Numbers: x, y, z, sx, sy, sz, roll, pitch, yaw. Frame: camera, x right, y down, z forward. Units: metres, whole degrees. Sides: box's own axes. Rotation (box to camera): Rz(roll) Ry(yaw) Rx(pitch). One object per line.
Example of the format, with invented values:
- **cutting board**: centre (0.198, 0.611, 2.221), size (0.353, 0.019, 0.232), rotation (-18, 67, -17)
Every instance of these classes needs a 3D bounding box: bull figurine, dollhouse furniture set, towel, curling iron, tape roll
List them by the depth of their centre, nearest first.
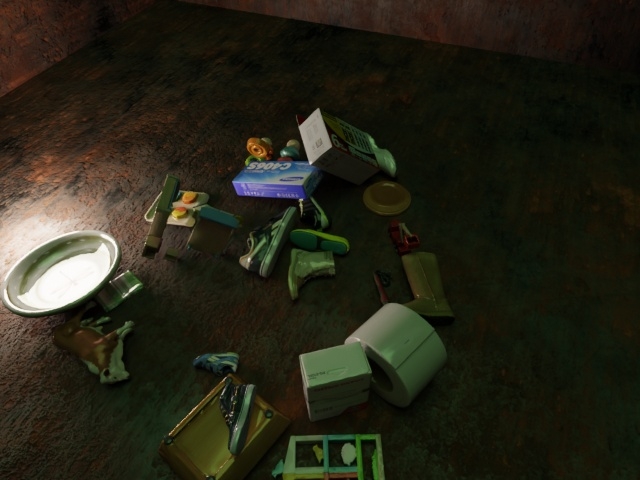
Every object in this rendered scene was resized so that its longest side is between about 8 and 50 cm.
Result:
- **tape roll**: centre (0.211, 0.325, 1.307), size (0.169, 0.246, 0.246), rotation (-36, 57, -25)
- **bull figurine**: centre (-0.700, 0.322, 1.444), size (0.311, 0.101, 0.188), rotation (23, 49, 18)
- **curling iron**: centre (0.234, 0.202, 1.552), size (0.068, 0.035, 0.273), rotation (-6, 48, -3)
- **towel**: centre (-0.721, 0.175, 1.624), size (0.113, 0.023, 0.152), rotation (35, 58, 28)
- **dollhouse furniture set**: centre (-0.467, -0.056, 1.711), size (0.304, 0.286, 0.198), rotation (19, 40, -19)

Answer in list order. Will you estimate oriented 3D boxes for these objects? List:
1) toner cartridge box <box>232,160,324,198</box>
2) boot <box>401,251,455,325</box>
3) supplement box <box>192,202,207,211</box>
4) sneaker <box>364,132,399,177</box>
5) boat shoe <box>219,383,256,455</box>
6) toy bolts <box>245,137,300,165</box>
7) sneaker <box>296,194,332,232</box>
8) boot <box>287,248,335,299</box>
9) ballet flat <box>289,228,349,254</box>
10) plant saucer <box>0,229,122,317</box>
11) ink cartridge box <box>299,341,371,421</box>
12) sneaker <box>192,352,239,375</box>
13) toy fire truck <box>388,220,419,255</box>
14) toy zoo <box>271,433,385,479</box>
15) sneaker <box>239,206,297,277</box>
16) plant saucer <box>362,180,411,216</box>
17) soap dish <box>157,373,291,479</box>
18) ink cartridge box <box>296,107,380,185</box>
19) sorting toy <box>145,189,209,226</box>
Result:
- **toner cartridge box**: centre (-0.175, -0.254, 1.883), size (0.348, 0.075, 0.165), rotation (6, 44, 28)
- **boot**: centre (0.316, 0.160, 1.550), size (0.236, 0.089, 0.269), rotation (6, 48, -16)
- **supplement box**: centre (-0.459, -0.085, 1.803), size (0.056, 0.083, 0.083), rotation (-19, 50, -14)
- **sneaker**: centre (0.233, -0.355, 2.021), size (0.129, 0.111, 0.297), rotation (-36, 51, -7)
- **boat shoe**: centre (-0.225, 0.456, 1.175), size (0.083, 0.065, 0.183), rotation (2, 43, 8)
- **toy bolts**: centre (-0.200, -0.406, 2.001), size (0.229, 0.218, 0.158), rotation (15, 64, 6)
- **sneaker**: centre (-0.051, -0.120, 1.818), size (0.097, 0.084, 0.234), rotation (-31, 53, -19)
- **boot**: centre (-0.030, 0.117, 1.615), size (0.165, 0.077, 0.213), rotation (2, 48, 1)
- **ballet flat**: centre (0.000, 0.000, 1.727), size (0.231, 0.077, 0.077), rotation (13, 29, 10)
- **plant saucer**: centre (-0.886, 0.129, 1.605), size (0.401, 0.100, 0.400), rotation (-4, 43, 4)
- **ink cartridge box**: centre (0.040, 0.391, 1.258), size (0.172, 0.237, 0.100), rotation (-12, 49, -8)
- **sneaker**: centre (-0.322, 0.382, 1.405), size (0.144, 0.053, 0.059), rotation (-5, 51, -1)
- **toy fire truck**: centre (0.301, -0.017, 1.677), size (0.047, 0.135, 0.192), rotation (-11, 49, -8)
- **toy zoo**: centre (0.020, 0.613, 1.201), size (0.294, 0.030, 0.192), rotation (-2, 49, 1)
- **sneaker**: centre (-0.191, -0.017, 1.704), size (0.128, 0.126, 0.321), rotation (18, 53, 10)
- **plant saucer**: centre (0.275, -0.181, 1.890), size (0.200, 0.037, 0.199), rotation (-1, 48, 2)
- **soap dish**: centre (-0.261, 0.522, 1.235), size (0.229, 0.118, 0.291), rotation (31, 57, 26)
- **ink cartridge box**: centre (0.071, -0.406, 1.885), size (0.310, 0.130, 0.271), rotation (13, 51, -46)
- **sorting toy**: centre (-0.592, -0.144, 1.891), size (0.209, 0.038, 0.192), rotation (10, 49, 10)
